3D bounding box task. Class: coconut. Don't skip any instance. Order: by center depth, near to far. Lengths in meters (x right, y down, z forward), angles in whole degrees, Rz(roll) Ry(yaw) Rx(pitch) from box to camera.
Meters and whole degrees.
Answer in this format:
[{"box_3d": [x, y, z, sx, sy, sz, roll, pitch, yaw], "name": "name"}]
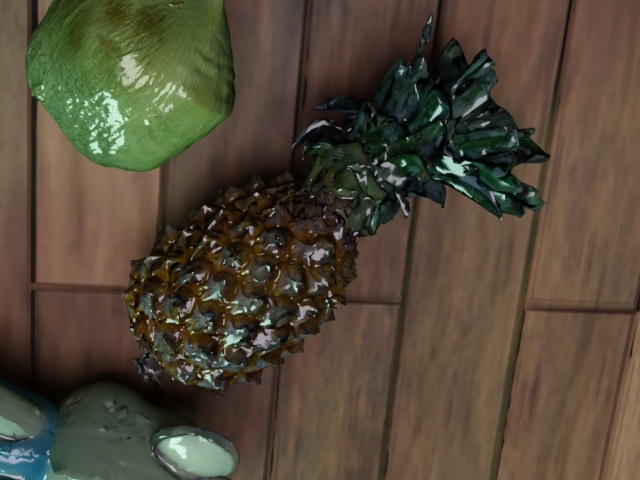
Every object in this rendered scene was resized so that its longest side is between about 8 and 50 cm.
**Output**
[{"box_3d": [-0.077, -0.077, 0.521, 0.096, 0.088, 0.088, -41, 110, 16], "name": "coconut"}]

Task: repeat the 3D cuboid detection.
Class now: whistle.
[{"box_3d": [-0.155, 0.096, 0.589, 0.235, 0.077, 0.114, 13, 142, -5], "name": "whistle"}]

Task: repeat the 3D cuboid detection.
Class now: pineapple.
[{"box_3d": [0.000, 0.000, 0.558, 0.221, 0.083, 0.103, -37, 95, 9], "name": "pineapple"}]
